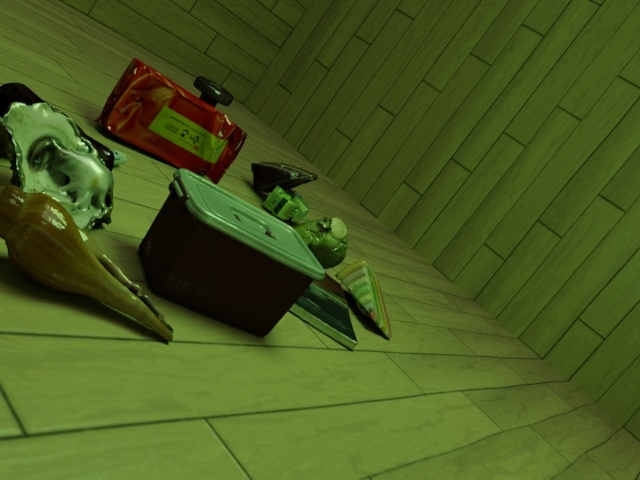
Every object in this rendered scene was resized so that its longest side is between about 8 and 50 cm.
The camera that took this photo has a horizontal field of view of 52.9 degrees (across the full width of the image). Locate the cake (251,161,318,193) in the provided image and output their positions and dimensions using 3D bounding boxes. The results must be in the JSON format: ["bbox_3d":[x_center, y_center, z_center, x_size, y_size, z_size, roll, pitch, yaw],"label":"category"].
[{"bbox_3d":[-0.123,-0.199,2.076,0.115,0.113,0.295,-2,7,-32],"label":"cake"}]

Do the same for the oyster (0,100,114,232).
[{"bbox_3d":[-0.414,-0.107,1.004,0.214,0.083,0.223,-49,122,-72],"label":"oyster"}]

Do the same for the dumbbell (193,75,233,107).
[{"bbox_3d":[-0.372,-0.381,1.974,0.124,0.225,0.140,32,14,-9],"label":"dumbbell"}]

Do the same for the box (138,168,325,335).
[{"bbox_3d":[-0.159,0.030,1.109,0.294,0.168,0.193,29,12,-34],"label":"box"}]

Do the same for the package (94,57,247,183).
[{"bbox_3d":[-0.391,-0.310,1.718,0.123,0.196,0.423,44,12,37],"label":"package"}]

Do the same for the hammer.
[{"bbox_3d":[-0.532,-0.174,1.022,0.242,0.095,0.409,39,14,10],"label":"hammer"}]

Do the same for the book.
[{"bbox_3d":[-0.043,0.104,1.515,0.262,0.028,0.374,33,12,-13],"label":"book"}]

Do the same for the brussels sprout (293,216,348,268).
[{"bbox_3d":[0.004,0.005,1.723,0.183,0.131,0.145,-7,-41,37],"label":"brussels sprout"}]

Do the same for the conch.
[{"bbox_3d":[-0.322,0.037,0.836,0.330,0.093,0.109,53,-15,-27],"label":"conch"}]

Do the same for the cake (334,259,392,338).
[{"bbox_3d":[0.131,0.144,1.673,0.109,0.090,0.225,52,1,-40],"label":"cake"}]

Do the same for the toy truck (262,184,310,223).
[{"bbox_3d":[-0.094,-0.102,2.050,0.116,0.085,0.191,43,11,18],"label":"toy truck"}]

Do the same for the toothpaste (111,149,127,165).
[{"bbox_3d":[-0.474,-0.175,1.341,0.052,0.033,0.218,37,14,10],"label":"toothpaste"}]
